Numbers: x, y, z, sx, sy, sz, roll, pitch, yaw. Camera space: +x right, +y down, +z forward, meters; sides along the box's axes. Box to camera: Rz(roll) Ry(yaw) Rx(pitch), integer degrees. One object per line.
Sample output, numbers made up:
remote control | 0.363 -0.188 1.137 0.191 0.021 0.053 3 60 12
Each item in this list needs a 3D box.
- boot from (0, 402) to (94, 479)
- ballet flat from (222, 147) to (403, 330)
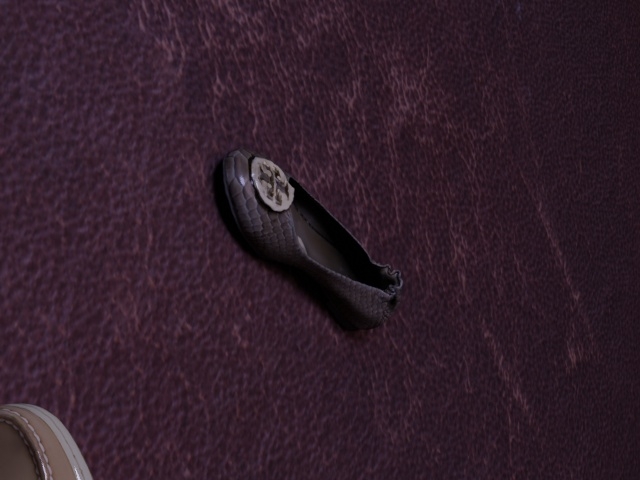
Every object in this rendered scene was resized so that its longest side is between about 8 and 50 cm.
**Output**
boot | -0.198 0.200 0.832 0.203 0.095 0.262 23 63 -58
ballet flat | 0.000 0.000 1.355 0.250 0.058 0.084 47 38 -46
